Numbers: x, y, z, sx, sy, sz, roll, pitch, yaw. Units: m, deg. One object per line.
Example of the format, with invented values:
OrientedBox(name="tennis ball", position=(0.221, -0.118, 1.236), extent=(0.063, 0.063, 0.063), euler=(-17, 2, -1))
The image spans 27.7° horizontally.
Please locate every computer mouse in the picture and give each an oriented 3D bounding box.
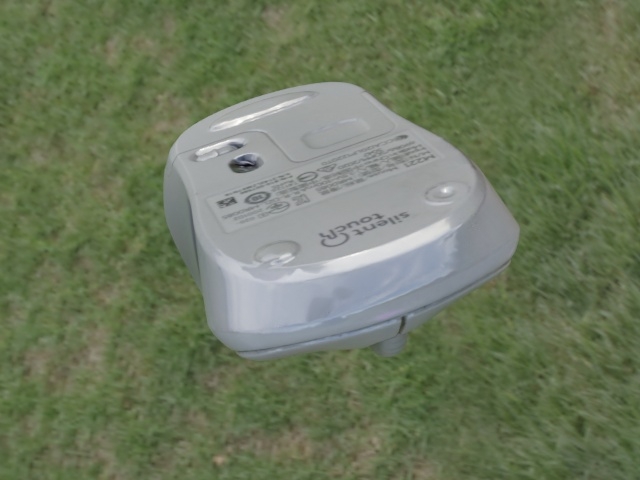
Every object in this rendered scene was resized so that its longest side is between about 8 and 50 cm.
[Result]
OrientedBox(name="computer mouse", position=(0.000, 0.000, 0.788), extent=(0.184, 0.121, 0.297), euler=(-19, 29, -15))
